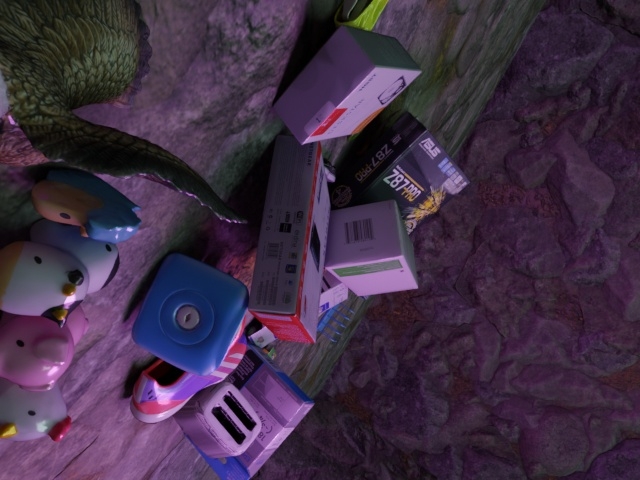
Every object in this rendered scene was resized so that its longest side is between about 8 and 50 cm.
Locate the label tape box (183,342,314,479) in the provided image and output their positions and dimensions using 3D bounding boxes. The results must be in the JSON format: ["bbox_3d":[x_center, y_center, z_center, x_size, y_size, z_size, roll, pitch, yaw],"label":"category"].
[{"bbox_3d":[-0.219,0.491,1.290,0.333,0.241,0.106,-49,157,-5],"label":"label tape box"}]

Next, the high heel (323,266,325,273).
[{"bbox_3d":[0.000,0.000,1.338,0.261,0.093,0.186,-26,134,-55],"label":"high heel"}]

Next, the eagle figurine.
[{"bbox_3d":[-0.202,-0.097,0.376,0.298,0.225,0.226,-24,133,-44],"label":"eagle figurine"}]

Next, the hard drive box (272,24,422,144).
[{"bbox_3d":[0.054,-0.271,0.832,0.181,0.089,0.232,-40,174,34],"label":"hard drive box"}]

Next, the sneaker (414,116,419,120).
[{"bbox_3d":[0.245,-0.243,1.431,0.297,0.129,0.111,-50,-171,-14],"label":"sneaker"}]

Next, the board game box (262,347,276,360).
[{"bbox_3d":[-0.244,0.470,1.582,0.259,0.039,0.124,-47,162,-21],"label":"board game box"}]

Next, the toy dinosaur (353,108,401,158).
[{"bbox_3d":[0.143,-0.267,1.281,0.112,0.064,0.211,-63,178,-22],"label":"toy dinosaur"}]

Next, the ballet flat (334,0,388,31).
[{"bbox_3d":[0.095,-0.440,0.775,0.077,0.077,0.230,13,112,-55],"label":"ballet flat"}]

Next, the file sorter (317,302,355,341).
[{"bbox_3d":[0.073,0.374,2.186,0.170,0.105,0.118,-56,164,-5],"label":"file sorter"}]

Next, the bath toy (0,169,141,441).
[{"bbox_3d":[-0.307,0.099,0.530,0.348,0.129,0.151,-61,163,18],"label":"bath toy"}]

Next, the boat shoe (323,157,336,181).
[{"bbox_3d":[0.005,-0.168,1.080,0.142,0.049,0.040,18,86,-75],"label":"boat shoe"}]

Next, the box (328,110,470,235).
[{"bbox_3d":[0.231,-0.148,1.345,0.318,0.097,0.395,-45,148,13],"label":"box"}]

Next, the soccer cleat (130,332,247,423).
[{"bbox_3d":[-0.263,0.259,1.012,0.318,0.109,0.116,-29,145,-53],"label":"soccer cleat"}]

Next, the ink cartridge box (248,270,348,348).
[{"bbox_3d":[-0.070,0.205,1.406,0.333,0.065,0.165,-29,156,-13],"label":"ink cartridge box"}]

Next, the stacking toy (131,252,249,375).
[{"bbox_3d":[-0.202,0.124,0.894,0.302,0.166,0.175,4,111,-87],"label":"stacking toy"}]

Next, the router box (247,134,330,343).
[{"bbox_3d":[-0.046,0.013,0.933,0.301,0.082,0.335,75,20,-69],"label":"router box"}]

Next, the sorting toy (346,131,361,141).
[{"bbox_3d":[0.075,-0.273,1.097,0.061,0.042,0.102,-41,176,1],"label":"sorting toy"}]

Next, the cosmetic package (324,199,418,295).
[{"bbox_3d":[0.144,0.035,1.266,0.365,0.197,0.155,45,38,-64],"label":"cosmetic package"}]

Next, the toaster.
[{"bbox_3d":[-0.245,0.436,1.137,0.147,0.226,0.129,-27,-169,46],"label":"toaster"}]
